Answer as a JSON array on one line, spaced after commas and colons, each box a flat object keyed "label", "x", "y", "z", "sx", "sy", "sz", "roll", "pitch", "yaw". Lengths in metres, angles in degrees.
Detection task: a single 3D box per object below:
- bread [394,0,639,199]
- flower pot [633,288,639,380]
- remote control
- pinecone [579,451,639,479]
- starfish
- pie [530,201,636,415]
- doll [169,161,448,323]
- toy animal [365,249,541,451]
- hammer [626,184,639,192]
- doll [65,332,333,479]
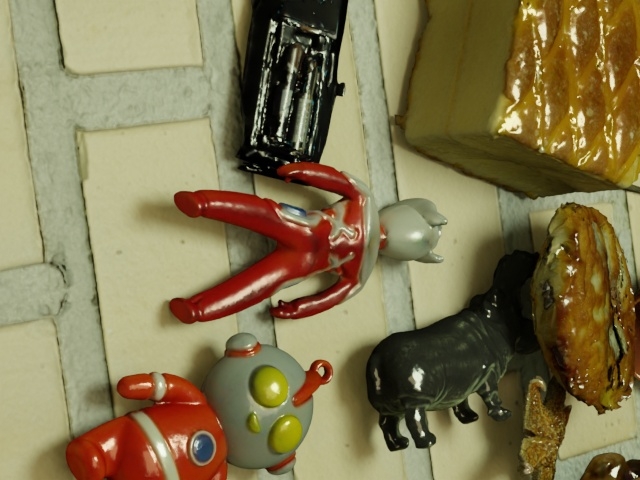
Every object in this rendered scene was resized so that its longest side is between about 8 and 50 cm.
[{"label": "bread", "x": 0.282, "y": -0.214, "z": 1.693, "sx": 0.279, "sy": 0.207, "sz": 0.279, "roll": 23, "pitch": 73, "yaw": -35}, {"label": "flower pot", "x": 0.545, "y": 0.111, "z": 1.901, "sx": 0.173, "sy": 0.190, "sz": 0.191, "roll": -45, "pitch": 113, "yaw": -43}, {"label": "remote control", "x": -0.023, "y": -0.271, "z": 1.561, "sx": 0.144, "sy": 0.062, "sz": 0.399, "roll": 13, "pitch": 81, "yaw": -36}, {"label": "pinecone", "x": 0.468, "y": 0.457, "z": 1.748, "sx": 0.384, "sy": 0.384, "sz": 0.385, "roll": 2, "pitch": 86, "yaw": -36}, {"label": "starfish", "x": 0.302, "y": 0.266, "z": 1.744, "sx": 0.227, "sy": 0.043, "sz": 0.241, "roll": -45, "pitch": 141, "yaw": -48}, {"label": "pie", "x": 0.353, "y": 0.082, "z": 1.736, "sx": 0.308, "sy": 0.085, "sz": 0.308, "roll": 33, "pitch": 52, "yaw": -57}, {"label": "doll", "x": 0.000, "y": 0.000, "z": 1.545, "sx": 0.384, "sy": 0.099, "sz": 0.188, "roll": -4, "pitch": 107, "yaw": -34}, {"label": "toy animal", "x": 0.190, "y": 0.148, "z": 1.675, "sx": 0.343, "sy": 0.106, "sz": 0.168, "roll": -31, "pitch": 99, "yaw": -40}, {"label": "hammer", "x": 0.517, "y": -0.065, "z": 1.975, "sx": 0.292, "sy": 0.029, "sz": 0.058, "roll": 10, "pitch": 79, "yaw": -34}, {"label": "doll", "x": -0.114, "y": 0.212, "z": 1.443, "sx": 0.336, "sy": 0.105, "sz": 0.200, "roll": -24, "pitch": 102, "yaw": -34}]
